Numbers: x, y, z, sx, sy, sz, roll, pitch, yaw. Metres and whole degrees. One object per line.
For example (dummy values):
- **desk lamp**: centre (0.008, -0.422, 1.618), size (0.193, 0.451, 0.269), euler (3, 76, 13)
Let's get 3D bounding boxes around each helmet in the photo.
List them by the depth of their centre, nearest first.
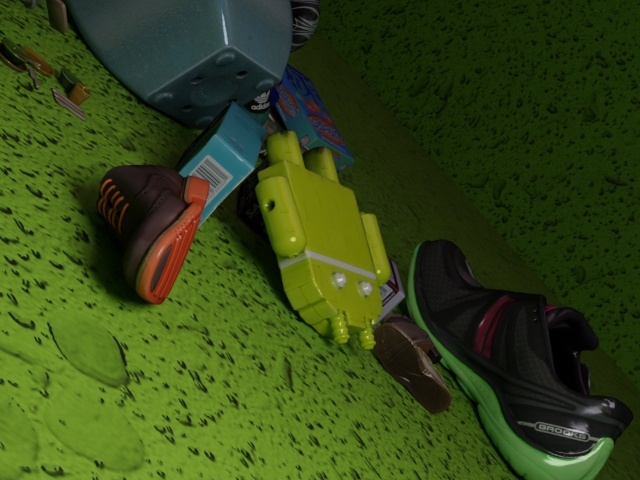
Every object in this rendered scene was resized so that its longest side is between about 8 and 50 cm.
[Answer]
- **helmet**: centre (-0.079, -0.409, 2.319), size (0.161, 0.169, 0.169), euler (17, 25, -29)

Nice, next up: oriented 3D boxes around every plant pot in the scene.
- **plant pot**: centre (-0.181, -0.302, 1.782), size (0.248, 0.247, 0.252), euler (26, 40, -59)

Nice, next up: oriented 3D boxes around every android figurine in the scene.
- **android figurine**: centre (0.006, 0.003, 1.568), size (0.248, 0.056, 0.273), euler (23, 47, -56)

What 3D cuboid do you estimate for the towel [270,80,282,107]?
- **towel**: centre (-0.203, -0.364, 2.300), size (0.308, 0.076, 0.227), euler (29, 21, -55)

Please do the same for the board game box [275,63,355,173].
- **board game box**: centre (-0.029, -0.238, 2.451), size (0.160, 0.047, 0.210), euler (25, 34, -60)

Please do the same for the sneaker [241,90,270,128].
- **sneaker**: centre (-0.163, -0.290, 1.982), size (0.108, 0.121, 0.302), euler (-20, 59, -35)

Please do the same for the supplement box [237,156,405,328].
- **supplement box**: centre (0.000, 0.000, 1.733), size (0.239, 0.073, 0.130), euler (43, 12, -14)

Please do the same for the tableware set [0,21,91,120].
- **tableware set**: centre (-0.315, -0.200, 1.449), size (0.154, 0.024, 0.104), euler (37, 14, -34)

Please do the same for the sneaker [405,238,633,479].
- **sneaker**: centre (0.286, 0.154, 1.871), size (0.185, 0.202, 0.483), euler (34, 16, -45)

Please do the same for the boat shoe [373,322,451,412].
- **boat shoe**: centre (0.114, 0.159, 1.648), size (0.135, 0.050, 0.045), euler (54, 7, -6)

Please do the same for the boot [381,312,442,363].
- **boot**: centre (0.116, 0.132, 1.780), size (0.087, 0.042, 0.118), euler (44, 8, 29)

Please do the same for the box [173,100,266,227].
- **box**: centre (-0.125, -0.095, 1.555), size (0.060, 0.100, 0.244), euler (42, 11, -10)

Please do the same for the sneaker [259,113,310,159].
- **sneaker**: centre (-0.078, -0.147, 2.025), size (0.192, 0.064, 0.086), euler (48, 19, 15)

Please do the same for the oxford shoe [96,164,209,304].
- **oxford shoe**: centre (-0.166, -0.013, 1.201), size (0.098, 0.097, 0.271), euler (23, 10, -7)

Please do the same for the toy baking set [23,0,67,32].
- **toy baking set**: centre (-0.368, -0.384, 1.580), size (0.256, 0.197, 0.030), euler (49, 54, 4)
